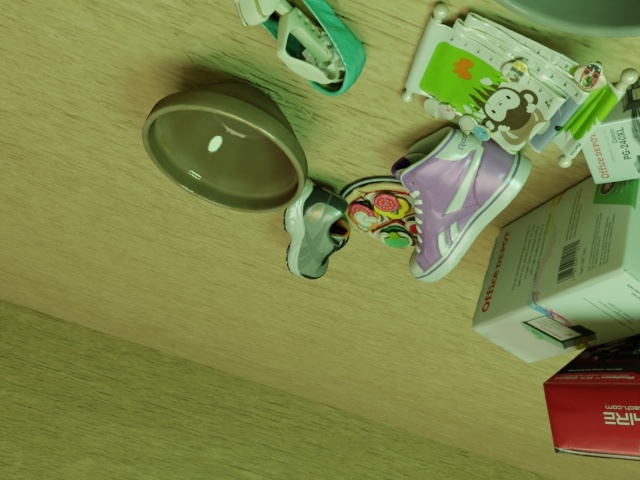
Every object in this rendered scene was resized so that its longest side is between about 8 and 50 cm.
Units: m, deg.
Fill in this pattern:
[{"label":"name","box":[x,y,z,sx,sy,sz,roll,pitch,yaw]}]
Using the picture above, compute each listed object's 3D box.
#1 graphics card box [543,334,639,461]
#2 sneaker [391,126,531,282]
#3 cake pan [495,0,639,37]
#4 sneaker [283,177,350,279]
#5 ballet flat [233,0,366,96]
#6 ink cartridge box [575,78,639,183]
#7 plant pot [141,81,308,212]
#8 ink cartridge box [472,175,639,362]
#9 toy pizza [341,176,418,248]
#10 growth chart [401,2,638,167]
[{"label":"graphics card box","box":[0.470,0.176,0.725,0.232,0.094,0.371,-13,176,42]},{"label":"sneaker","box":[0.164,-0.055,0.839,0.161,0.102,0.282,22,135,-5]},{"label":"cake pan","box":[0.211,-0.278,0.400,0.293,0.054,0.293,28,161,10]},{"label":"sneaker","box":[0.000,0.000,1.011,0.108,0.100,0.271,19,152,12]},{"label":"ballet flat","box":[-0.038,-0.250,0.615,0.083,0.087,0.247,-14,139,43]},{"label":"ink cartridge box","box":[0.380,-0.128,0.640,0.150,0.063,0.109,-8,143,36]},{"label":"plant pot","box":[-0.124,-0.149,0.815,0.237,0.110,0.237,13,151,7]},{"label":"ink cartridge box","box":[0.359,0.036,0.781,0.117,0.201,0.278,32,149,-9]},{"label":"toy pizza","box":[0.129,-0.037,0.962,0.201,0.032,0.201,12,151,7]},{"label":"growth chart","box":[0.206,-0.170,0.640,0.237,0.021,0.172,29,151,17]}]
